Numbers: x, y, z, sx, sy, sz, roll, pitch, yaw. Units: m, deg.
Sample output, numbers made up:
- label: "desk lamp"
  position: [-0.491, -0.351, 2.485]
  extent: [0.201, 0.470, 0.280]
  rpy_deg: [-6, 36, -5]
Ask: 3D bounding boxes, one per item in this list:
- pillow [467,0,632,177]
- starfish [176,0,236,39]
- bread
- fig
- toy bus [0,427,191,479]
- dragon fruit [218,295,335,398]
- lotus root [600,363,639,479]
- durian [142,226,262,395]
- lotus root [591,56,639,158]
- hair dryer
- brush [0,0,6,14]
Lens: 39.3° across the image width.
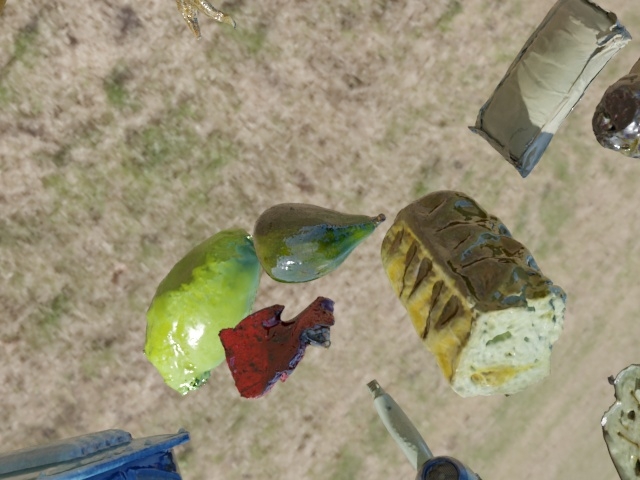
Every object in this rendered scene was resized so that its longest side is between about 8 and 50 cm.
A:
- label: "pillow"
  position: [0.256, -0.182, 1.010]
  extent: [0.053, 0.119, 0.208]
  rpy_deg: [19, 118, -33]
- label: "starfish"
  position: [-0.302, -0.549, 1.974]
  extent: [0.062, 0.277, 0.236]
  rpy_deg: [-58, 168, -27]
- label: "bread"
  position: [0.159, 0.043, 1.006]
  extent: [0.152, 0.268, 0.130]
  rpy_deg: [-31, 126, 2]
- label: "fig"
  position: [0.000, 0.000, 1.189]
  extent: [0.177, 0.117, 0.117]
  rpy_deg: [-5, 144, -3]
- label: "toy bus"
  position: [-0.231, 0.251, 0.637]
  extent: [0.312, 0.190, 0.152]
  rpy_deg: [-17, 172, 27]
- label: "dragon fruit"
  position: [-0.055, 0.150, 1.370]
  extent: [0.192, 0.122, 0.092]
  rpy_deg: [-40, 156, 6]
- label: "lotus root"
  position: [0.424, 0.245, 1.081]
  extent: [0.077, 0.204, 0.183]
  rpy_deg: [-8, 155, -17]
- label: "durian"
  position: [-0.239, 0.125, 1.873]
  extent: [0.256, 0.204, 0.340]
  rpy_deg: [-50, 164, -52]
- label: "lotus root"
  position: [0.339, -0.082, 0.737]
  extent: [0.309, 0.173, 0.173]
  rpy_deg: [10, 119, -44]
- label: "hair dryer"
  position: [0.192, 0.407, 1.504]
  extent: [0.118, 0.298, 0.296]
  rpy_deg: [-29, 121, -6]
- label: "brush"
  position: [-0.385, -0.296, 1.061]
  extent: [0.013, 0.103, 0.272]
  rpy_deg: [103, -7, -49]
